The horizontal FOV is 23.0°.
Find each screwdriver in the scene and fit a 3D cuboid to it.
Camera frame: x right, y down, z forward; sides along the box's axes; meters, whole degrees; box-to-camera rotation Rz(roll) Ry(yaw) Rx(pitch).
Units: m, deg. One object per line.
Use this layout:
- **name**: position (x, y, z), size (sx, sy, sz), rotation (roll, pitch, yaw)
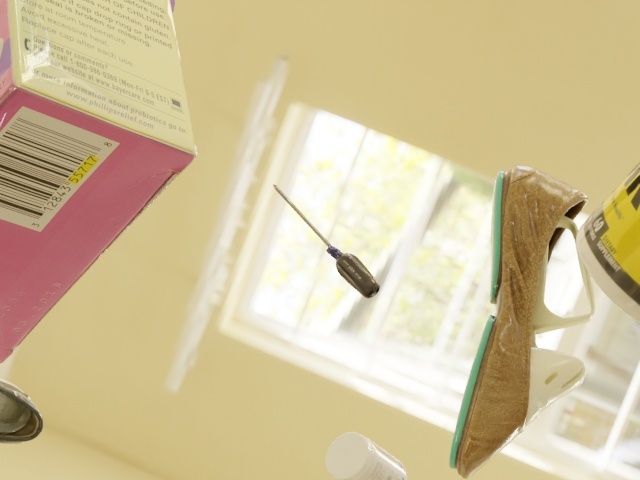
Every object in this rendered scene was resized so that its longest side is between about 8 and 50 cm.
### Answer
- **screwdriver**: position (0.000, 0.000, 1.518), size (0.024, 0.170, 0.025), rotation (2, -58, -48)

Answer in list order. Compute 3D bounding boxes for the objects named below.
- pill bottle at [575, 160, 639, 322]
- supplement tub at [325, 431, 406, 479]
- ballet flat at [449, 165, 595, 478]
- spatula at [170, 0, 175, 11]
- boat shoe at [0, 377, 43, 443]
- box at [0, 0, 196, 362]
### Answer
- **pill bottle**: position (0.297, -0.038, 1.165), size (0.208, 0.119, 0.119), rotation (-51, -1, 27)
- **supplement tub**: position (0.062, 0.308, 2.117), size (0.107, 0.071, 0.071), rotation (41, -112, -45)
- **ballet flat**: position (0.219, 0.085, 1.632), size (0.116, 0.124, 0.342), rotation (83, -162, -67)
- **spatula**: position (-0.215, -0.332, 1.706), size (0.030, 0.296, 0.084), rotation (-1, -33, -42)
- **boat shoe**: position (-0.556, 0.238, 2.412), size (0.303, 0.091, 0.114), rotation (18, -85, -42)
- **box**: position (-0.195, -0.092, 0.950), size (0.213, 0.117, 0.243), rotation (-43, 42, 33)
